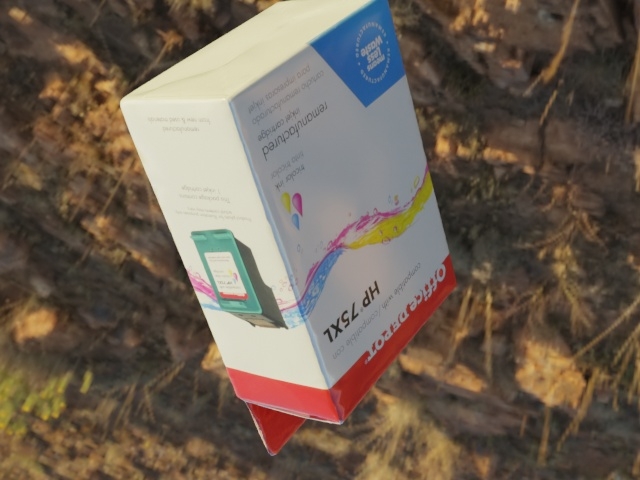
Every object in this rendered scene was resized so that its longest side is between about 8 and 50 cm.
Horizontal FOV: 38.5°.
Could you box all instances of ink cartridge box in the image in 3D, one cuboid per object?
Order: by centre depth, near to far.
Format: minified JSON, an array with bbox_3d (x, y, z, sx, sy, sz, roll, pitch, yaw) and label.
[{"bbox_3d":[0.000,0.000,0.500,0.078,0.134,0.231,6,126,38],"label":"ink cartridge box"}]
